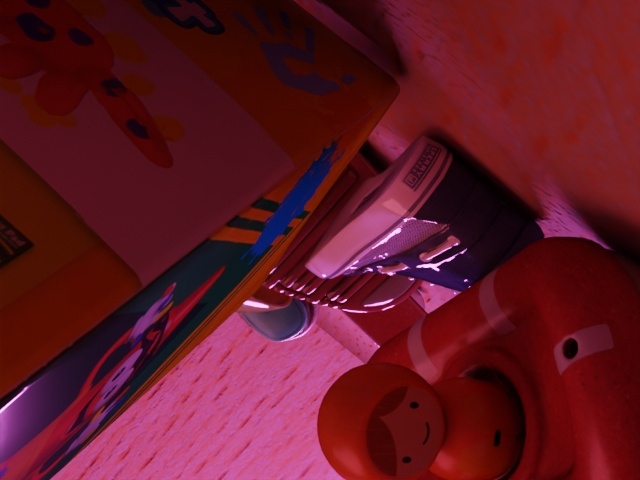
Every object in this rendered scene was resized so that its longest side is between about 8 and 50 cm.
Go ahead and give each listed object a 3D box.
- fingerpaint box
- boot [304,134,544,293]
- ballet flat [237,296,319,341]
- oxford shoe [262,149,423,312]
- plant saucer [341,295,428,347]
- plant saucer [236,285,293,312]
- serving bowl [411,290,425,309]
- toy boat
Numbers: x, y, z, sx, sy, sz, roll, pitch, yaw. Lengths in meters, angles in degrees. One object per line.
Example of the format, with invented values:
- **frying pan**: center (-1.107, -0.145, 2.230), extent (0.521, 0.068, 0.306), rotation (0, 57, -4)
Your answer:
- **fingerpaint box**: center (-0.241, -0.091, 0.555), extent (0.445, 0.163, 0.371), rotation (39, -146, 5)
- **boot**: center (0.054, 0.005, 0.770), extent (0.086, 0.069, 0.190), rotation (36, 164, -5)
- **ballet flat**: center (-0.105, -0.043, 1.275), extent (0.316, 0.107, 0.106), rotation (57, -154, -19)
- **oxford shoe**: center (-0.064, -0.083, 0.887), extent (0.348, 0.123, 0.130), rotation (38, -156, -20)
- **plant saucer**: center (0.000, 0.000, 1.108), extent (0.259, 0.048, 0.258), rotation (46, -179, -44)
- **plant saucer**: center (-0.117, -0.029, 0.976), extent (0.241, 0.037, 0.241), rotation (43, -169, -11)
- **serving bowl**: center (0.062, 0.046, 1.265), extent (0.083, 0.027, 0.083), rotation (20, -173, -3)
- **toy boat**: center (0.067, 0.090, 0.649), extent (0.151, 0.231, 0.151), rotation (6, -120, -35)
